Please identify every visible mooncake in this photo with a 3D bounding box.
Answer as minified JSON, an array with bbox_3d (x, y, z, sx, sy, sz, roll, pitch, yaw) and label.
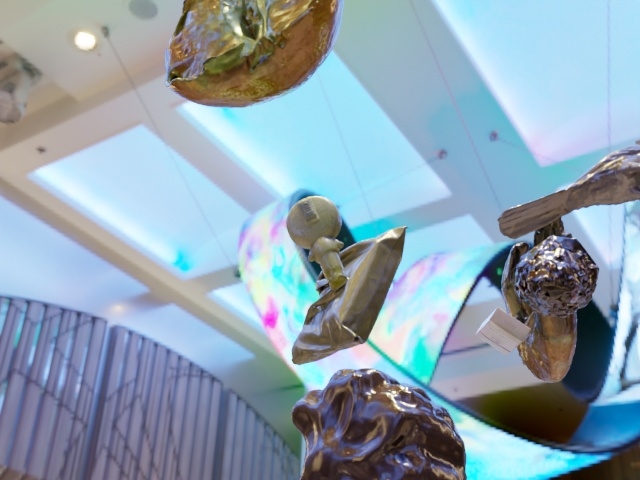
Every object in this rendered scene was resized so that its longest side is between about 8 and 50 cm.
[{"bbox_3d":[0.082,0.411,1.452,0.351,0.380,0.212,-24,-40,35],"label":"mooncake"}]

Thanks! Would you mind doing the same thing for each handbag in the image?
[{"bbox_3d":[0.057,0.118,1.790,0.109,0.315,0.253,36,-36,-17],"label":"handbag"}]

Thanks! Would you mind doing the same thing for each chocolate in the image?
[{"bbox_3d":[0.421,0.070,1.466,0.156,0.156,0.133,-5,-2,11],"label":"chocolate"}]

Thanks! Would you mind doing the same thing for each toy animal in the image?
[{"bbox_3d":[0.458,-0.090,1.237,0.367,0.081,0.206,-28,15,-30],"label":"toy animal"}]

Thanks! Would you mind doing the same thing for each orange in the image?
[{"bbox_3d":[-0.103,-0.329,1.328,0.335,0.262,0.196,-27,-58,7],"label":"orange"}]

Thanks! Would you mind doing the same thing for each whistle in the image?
[{"bbox_3d":[0.000,0.000,1.510,0.104,0.198,0.057,-24,-37,3],"label":"whistle"}]

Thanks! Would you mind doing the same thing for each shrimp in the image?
[{"bbox_3d":[0.458,0.098,1.746,0.085,0.272,0.444,-14,-54,-11],"label":"shrimp"}]

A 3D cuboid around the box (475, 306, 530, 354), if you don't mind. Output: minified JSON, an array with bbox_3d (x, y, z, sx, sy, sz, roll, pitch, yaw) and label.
[{"bbox_3d":[0.392,0.198,1.788,0.084,0.040,0.154,32,-16,9],"label":"box"}]
